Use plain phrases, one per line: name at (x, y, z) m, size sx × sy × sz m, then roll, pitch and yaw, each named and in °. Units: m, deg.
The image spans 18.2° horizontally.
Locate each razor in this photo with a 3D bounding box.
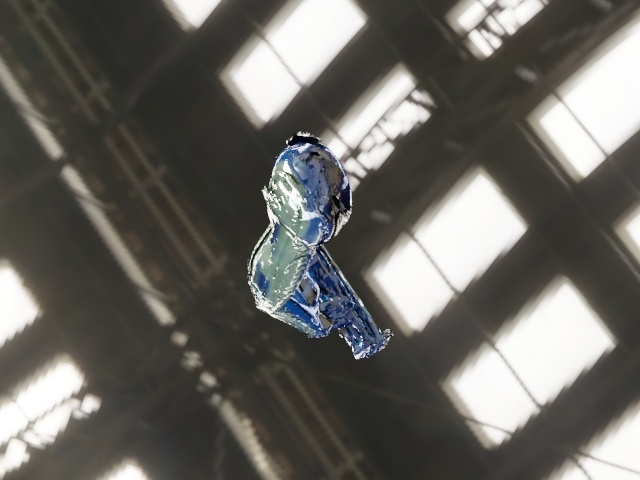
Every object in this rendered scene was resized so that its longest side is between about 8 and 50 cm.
razor at (-0.010, 0.007, 0.941) m, size 0.056 × 0.324 × 0.093 m, roll -34°, pitch -98°, yaw -5°
